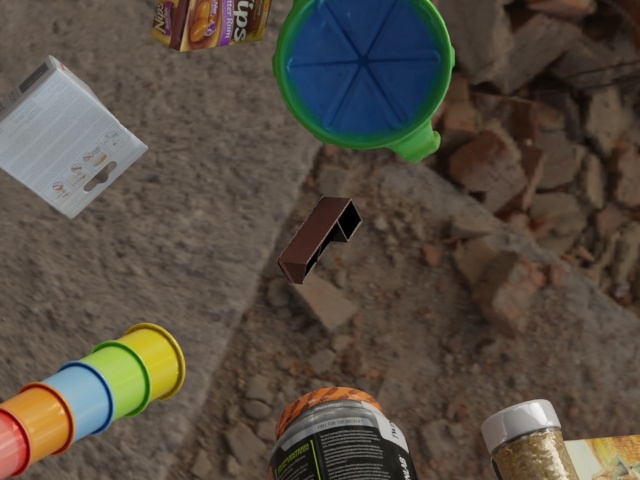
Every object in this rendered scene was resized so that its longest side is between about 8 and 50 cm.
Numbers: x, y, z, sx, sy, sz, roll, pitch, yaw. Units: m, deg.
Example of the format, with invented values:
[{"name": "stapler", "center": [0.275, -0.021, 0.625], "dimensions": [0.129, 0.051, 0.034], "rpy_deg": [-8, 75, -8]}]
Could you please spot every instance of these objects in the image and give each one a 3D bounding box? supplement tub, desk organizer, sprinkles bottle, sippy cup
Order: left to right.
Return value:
[{"name": "desk organizer", "center": [0.000, 0.000, 1.565], "dimensions": [0.130, 0.050, 0.047], "rpy_deg": [-55, 134, -33]}, {"name": "supplement tub", "center": [0.038, 0.345, 1.467], "dimensions": [0.193, 0.316, 0.193], "rpy_deg": [-6, 129, -7]}, {"name": "sippy cup", "center": [0.056, -0.262, 1.624], "dimensions": [0.240, 0.224, 0.305], "rpy_deg": [3, 108, 0]}, {"name": "sprinkles bottle", "center": [0.362, 0.427, 1.804], "dimensions": [0.121, 0.121, 0.355], "rpy_deg": [-9, 64, -22]}]

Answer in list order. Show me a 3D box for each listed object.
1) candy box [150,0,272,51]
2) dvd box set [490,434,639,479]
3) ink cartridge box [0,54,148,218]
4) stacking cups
[{"name": "candy box", "center": [-0.130, -0.305, 1.491], "dimensions": [0.186, 0.053, 0.109], "rpy_deg": [-25, 136, -57]}, {"name": "dvd box set", "center": [0.518, 0.493, 2.063], "dimensions": [0.420, 0.062, 0.307], "rpy_deg": [4, 53, -35]}, {"name": "ink cartridge box", "center": [-0.326, -0.127, 1.475], "dimensions": [0.145, 0.045, 0.179], "rpy_deg": [-42, 137, 4]}, {"name": "stacking cups", "center": [-0.274, 0.173, 1.236], "dimensions": [0.316, 0.096, 0.096], "rpy_deg": [-22, 104, -57]}]
